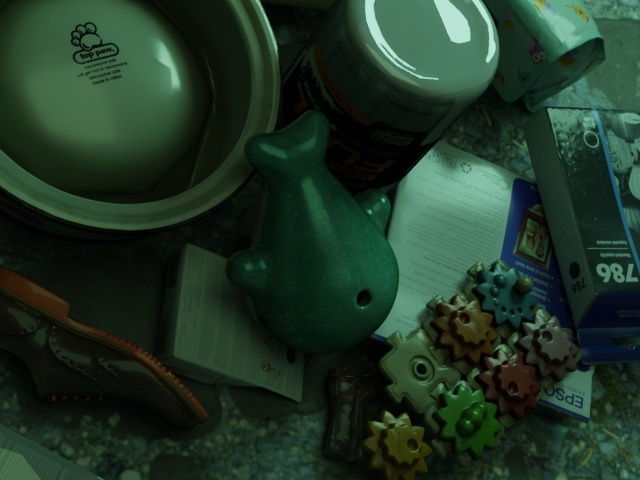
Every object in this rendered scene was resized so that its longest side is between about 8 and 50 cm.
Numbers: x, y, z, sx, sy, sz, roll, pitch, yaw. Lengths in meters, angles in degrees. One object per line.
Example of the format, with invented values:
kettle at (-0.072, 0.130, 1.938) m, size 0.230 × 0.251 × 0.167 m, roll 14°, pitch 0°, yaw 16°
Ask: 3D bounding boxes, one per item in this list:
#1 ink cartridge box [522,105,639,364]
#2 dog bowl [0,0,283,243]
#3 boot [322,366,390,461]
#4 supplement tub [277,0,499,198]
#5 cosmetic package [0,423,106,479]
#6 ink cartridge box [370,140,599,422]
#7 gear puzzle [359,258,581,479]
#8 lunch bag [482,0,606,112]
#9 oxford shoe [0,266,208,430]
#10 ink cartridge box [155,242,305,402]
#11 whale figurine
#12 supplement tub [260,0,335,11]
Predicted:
ink cartridge box at (0.372, -0.011, 1.790) m, size 0.165 × 0.065 × 0.333 m, roll -1°, pitch 68°, yaw -28°
dog bowl at (-0.255, -0.178, 1.583) m, size 0.408 × 0.150 × 0.408 m, roll 8°, pitch 69°, yaw -21°
boot at (0.055, 0.206, 1.620) m, size 0.106 × 0.037 × 0.114 m, roll 6°, pitch 59°, yaw -8°
supplement tub at (0.056, -0.168, 1.644) m, size 0.193 × 0.316 × 0.193 m, roll 10°, pitch 61°, yaw -19°
cosmetic package at (-0.267, 0.277, 1.382) m, size 0.238 × 0.127 × 0.107 m, roll 31°, pitch 56°, yaw -5°
ink cartridge box at (0.207, 0.048, 1.757) m, size 0.303 × 0.072 × 0.307 m, roll 23°, pitch 60°, yaw -14°
gear puzzle at (0.162, 0.153, 1.617) m, size 0.339 × 0.044 × 0.175 m, roll -37°, pitch 86°, yaw -34°
lunch bag at (0.253, -0.298, 1.838) m, size 0.223 × 0.160 × 0.262 m, roll 56°, pitch 13°, yaw 8°
oxford shoe at (-0.247, 0.138, 1.496) m, size 0.271 × 0.097 × 0.098 m, roll 32°, pitch 76°, yaw -2°
ink cartridge box at (-0.098, 0.099, 1.615) m, size 0.179 × 0.045 × 0.145 m, roll 26°, pitch 54°, yaw -33°
whale figurine at (0.000, 0.000, 1.552) m, size 0.216 × 0.141 × 0.272 m, roll -24°, pitch 120°, yaw -25°
supplement tub at (-0.034, -0.413, 1.777) m, size 0.325 × 0.235 × 0.235 m, roll 4°, pitch 63°, yaw -23°
